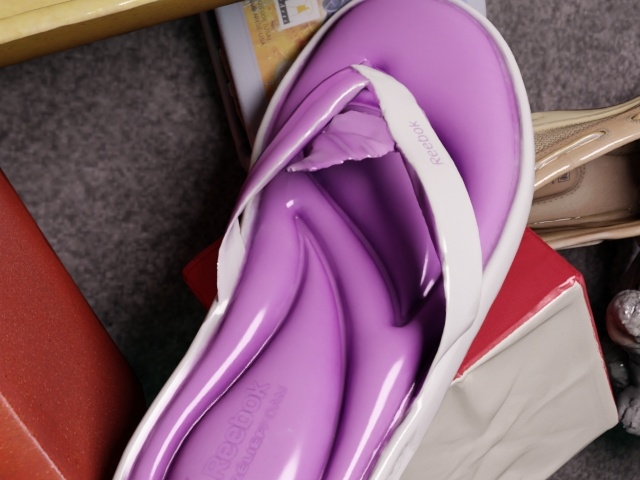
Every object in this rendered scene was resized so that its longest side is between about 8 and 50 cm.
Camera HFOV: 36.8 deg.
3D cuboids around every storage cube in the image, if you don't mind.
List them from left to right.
[{"bbox_3d":[0.055,0.072,0.641,0.184,0.193,0.215,-37,138,-6],"label":"storage cube"}]

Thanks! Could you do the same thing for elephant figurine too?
[{"bbox_3d":[0.302,0.051,0.772,0.169,0.186,0.239,-13,135,9],"label":"elephant figurine"}]

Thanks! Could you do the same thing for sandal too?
[{"bbox_3d":[0.015,0.003,0.500,0.102,0.169,0.416,78,27,-58],"label":"sandal"}]

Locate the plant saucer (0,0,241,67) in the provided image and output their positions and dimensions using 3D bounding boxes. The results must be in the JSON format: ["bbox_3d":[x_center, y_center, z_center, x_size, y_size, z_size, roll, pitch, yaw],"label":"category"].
[{"bbox_3d":[-0.089,-0.231,0.484,0.333,0.333,0.081,-20,157,-18],"label":"plant saucer"}]

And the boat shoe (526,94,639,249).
[{"bbox_3d":[0.274,-0.056,0.732,0.341,0.110,0.121,-16,119,-2],"label":"boat shoe"}]

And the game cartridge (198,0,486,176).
[{"bbox_3d":[0.014,-0.174,0.652,0.198,0.062,0.297,-20,115,-13],"label":"game cartridge"}]

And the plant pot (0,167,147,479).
[{"bbox_3d":[-0.242,0.113,0.526,0.267,0.236,0.267,-33,118,-12],"label":"plant pot"}]
